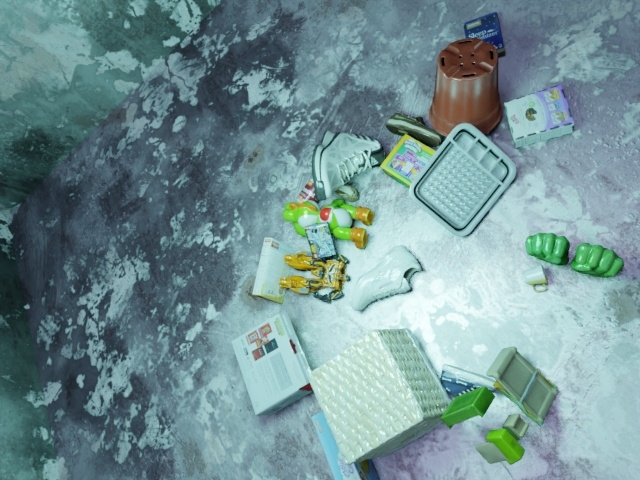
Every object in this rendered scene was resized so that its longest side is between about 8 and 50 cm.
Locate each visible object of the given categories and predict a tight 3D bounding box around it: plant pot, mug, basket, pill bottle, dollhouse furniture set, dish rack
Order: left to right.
[{"bbox_3d":[-0.032,-0.211,1.994,0.086,0.086,0.152,36,91,32],"label":"pill bottle"},{"bbox_3d":[0.191,0.492,1.508,0.328,0.266,0.332,-40,57,20],"label":"basket"},{"bbox_3d":[0.498,-0.214,1.659,0.285,0.072,0.333,38,92,-9],"label":"dish rack"},{"bbox_3d":[0.527,-0.557,1.680,0.272,0.265,0.273,-6,61,12],"label":"plant pot"},{"bbox_3d":[0.540,0.489,1.388,0.198,0.301,0.151,47,141,10],"label":"dollhouse furniture set"},{"bbox_3d":[0.698,0.123,1.510,0.064,0.062,0.078,-20,58,29],"label":"mug"}]

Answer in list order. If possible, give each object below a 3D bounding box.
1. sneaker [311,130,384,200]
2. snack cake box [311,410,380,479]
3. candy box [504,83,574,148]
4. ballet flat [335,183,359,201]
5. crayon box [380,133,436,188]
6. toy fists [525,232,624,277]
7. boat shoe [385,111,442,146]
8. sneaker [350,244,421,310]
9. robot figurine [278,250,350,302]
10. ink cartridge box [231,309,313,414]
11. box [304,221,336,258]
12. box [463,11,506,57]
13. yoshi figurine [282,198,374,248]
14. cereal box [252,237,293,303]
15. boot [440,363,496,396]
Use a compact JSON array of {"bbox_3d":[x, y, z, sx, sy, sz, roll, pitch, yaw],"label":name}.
[{"bbox_3d":[0.118,-0.312,1.817,0.257,0.169,0.448,1,38,13],"label":"sneaker"},{"bbox_3d":[0.084,0.705,1.574,0.089,0.152,0.265,-33,61,13],"label":"snack cake box"},{"bbox_3d":[0.776,-0.440,1.658,0.196,0.070,0.165,-13,67,23],"label":"candy box"},{"bbox_3d":[0.067,-0.226,1.913,0.206,0.067,0.073,24,81,6],"label":"ballet flat"},{"bbox_3d":[0.389,-0.273,1.797,0.278,0.081,0.165,40,93,32],"label":"crayon box"},{"bbox_3d":[0.780,0.045,1.443,0.279,0.142,0.096,21,83,32],"label":"toy fists"},{"bbox_3d":[0.383,-0.461,1.861,0.257,0.095,0.095,30,82,33],"label":"boat shoe"},{"bbox_3d":[0.236,0.160,1.706,0.305,0.114,0.152,-47,57,6],"label":"sneaker"},{"bbox_3d":[-0.022,0.136,1.868,0.290,0.085,0.211,2,74,28],"label":"robot figurine"},{"bbox_3d":[-0.163,0.470,1.800,0.271,0.130,0.310,-33,61,13],"label":"ink cartridge box"},{"bbox_3d":[0.000,0.000,1.806,0.093,0.137,0.027,-12,24,9],"label":"box"},{"bbox_3d":[0.658,-0.825,1.876,0.136,0.036,0.226,-11,67,24],"label":"box"},{"bbox_3d":[0.027,-0.072,1.897,0.361,0.203,0.203,12,116,17],"label":"yoshi figurine"},{"bbox_3d":[-0.192,0.125,1.911,0.047,0.173,0.241,2,73,30],"label":"cereal box"},{"bbox_3d":[0.480,0.471,1.505,0.189,0.069,0.086,12,86,38],"label":"boot"}]
